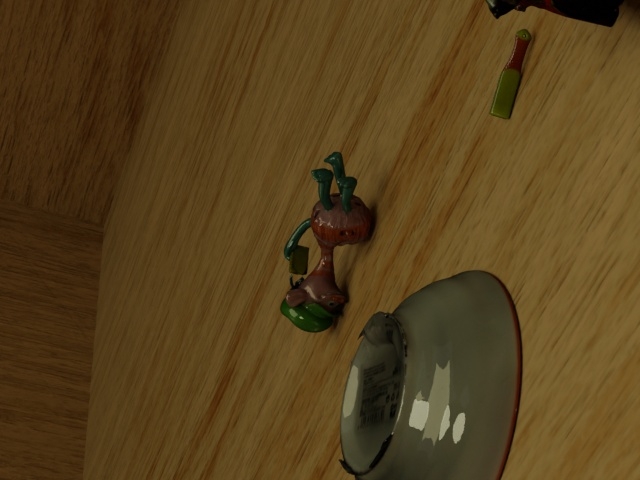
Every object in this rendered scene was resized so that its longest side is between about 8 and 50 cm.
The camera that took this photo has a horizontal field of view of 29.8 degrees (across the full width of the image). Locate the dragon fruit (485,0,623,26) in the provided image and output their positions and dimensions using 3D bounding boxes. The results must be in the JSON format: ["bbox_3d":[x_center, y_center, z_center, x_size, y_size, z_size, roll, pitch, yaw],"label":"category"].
[{"bbox_3d":[0.175,-0.244,0.929,0.166,0.160,0.172,-34,25,-4],"label":"dragon fruit"}]

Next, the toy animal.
[{"bbox_3d":[0.000,0.000,1.398,0.103,0.100,0.208,31,125,33],"label":"toy animal"}]

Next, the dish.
[{"bbox_3d":[0.076,0.143,1.058,0.260,0.085,0.260,-165,90,-73],"label":"dish"}]

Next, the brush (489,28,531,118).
[{"bbox_3d":[0.174,-0.154,1.102,0.021,0.018,0.083,-113,38,-79],"label":"brush"}]
